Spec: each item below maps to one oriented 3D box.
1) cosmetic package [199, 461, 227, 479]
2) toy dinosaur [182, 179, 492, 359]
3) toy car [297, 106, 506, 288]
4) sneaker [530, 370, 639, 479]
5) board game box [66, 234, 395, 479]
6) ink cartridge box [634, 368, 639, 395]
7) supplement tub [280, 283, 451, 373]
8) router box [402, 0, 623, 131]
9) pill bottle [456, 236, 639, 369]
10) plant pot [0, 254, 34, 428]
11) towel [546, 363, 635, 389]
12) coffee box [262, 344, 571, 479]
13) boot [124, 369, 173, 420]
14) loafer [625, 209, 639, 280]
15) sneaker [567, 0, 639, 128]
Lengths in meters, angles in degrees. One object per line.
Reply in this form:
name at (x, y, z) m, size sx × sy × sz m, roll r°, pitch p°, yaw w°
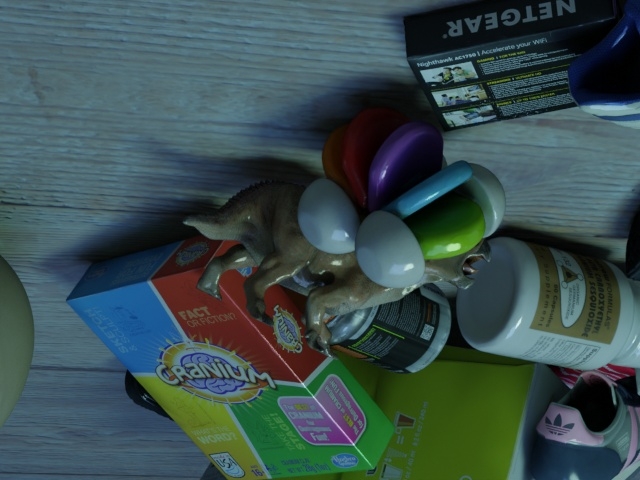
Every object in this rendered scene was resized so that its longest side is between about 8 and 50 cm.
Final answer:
cosmetic package at (-0.093, 0.326, 2.092) m, size 0.117 × 0.231 × 0.085 m, roll -20°, pitch 115°, yaw 33°
toy dinosaur at (0.000, 0.000, 1.490) m, size 0.296 × 0.200 × 0.127 m, roll 28°, pitch 176°, yaw -20°
toy car at (0.074, -0.054, 1.378) m, size 0.159 × 0.182 × 0.136 m, roll -30°, pitch 131°, yaw -30°
sneaker at (0.346, 0.203, 1.773) m, size 0.112 × 0.131 × 0.319 m, roll 11°, pitch -158°, yaw 27°
board game box at (-0.100, 0.138, 1.669) m, size 0.242 × 0.064 × 0.316 m, roll -14°, pitch 124°, yaw 43°
ink cartridge box at (0.482, 0.214, 1.850) m, size 0.066 × 0.261 × 0.296 m, roll -19°, pitch 150°, yaw 31°
supplement tub at (0.050, 0.075, 1.692) m, size 0.117 × 0.117 × 0.190 m, roll -21°, pitch 148°, yaw 36°
router box at (0.175, -0.157, 1.285) m, size 0.179 × 0.046 × 0.133 m, roll -10°, pitch 153°, yaw 16°
pill bottle at (0.281, 0.079, 1.698) m, size 0.229 × 0.131 × 0.131 m, roll 12°, pitch 151°, yaw -28°
plant pot at (-0.414, 0.095, 1.581) m, size 0.284 × 0.284 × 0.191 m, roll -13°, pitch -171°, yaw 23°
towel at (0.350, 0.215, 2.116) m, size 0.275 × 0.031 × 0.199 m, roll -18°, pitch 150°, yaw 31°
coffee box at (0.131, 0.327, 1.881) m, size 0.338 × 0.337 × 0.334 m, roll 7°, pitch 162°, yaw 29°
boot at (-0.105, 0.192, 1.956) m, size 0.246 × 0.094 × 0.207 m, roll 27°, pitch 147°, yaw -36°
loafer at (0.382, -0.017, 1.564) m, size 0.078 × 0.076 × 0.223 m, roll 10°, pitch 150°, yaw -7°
sneaker at (0.305, -0.175, 1.129) m, size 0.131 × 0.112 × 0.296 m, roll 0°, pitch 147°, yaw -31°
